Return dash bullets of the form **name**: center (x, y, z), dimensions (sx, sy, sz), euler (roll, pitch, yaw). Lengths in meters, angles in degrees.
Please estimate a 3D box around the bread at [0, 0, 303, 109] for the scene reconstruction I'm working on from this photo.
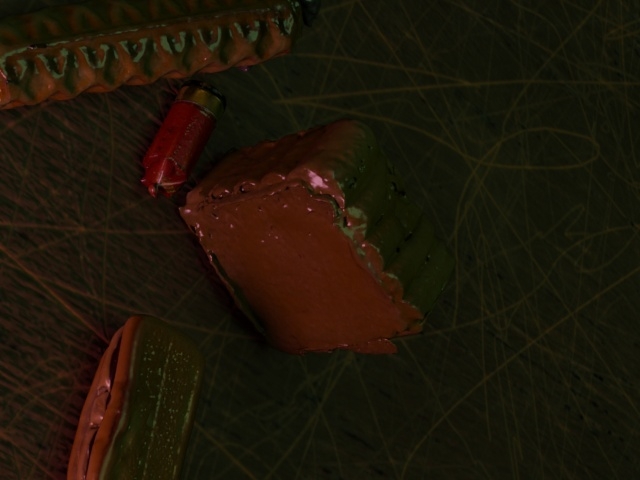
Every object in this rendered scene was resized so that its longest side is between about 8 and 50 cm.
- **bread**: center (-0.171, -0.188, 1.861), dimensions (0.367, 0.077, 0.084), euler (-14, 57, -33)

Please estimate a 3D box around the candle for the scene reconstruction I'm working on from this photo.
- **candle**: center (-0.140, -0.096, 1.961), dimensions (0.052, 0.052, 0.130), euler (46, 55, -36)

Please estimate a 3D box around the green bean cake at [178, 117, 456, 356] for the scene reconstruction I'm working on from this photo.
- **green bean cake**: center (0.000, 0.000, 1.982), dimensions (0.224, 0.230, 0.131), euler (57, 47, -23)

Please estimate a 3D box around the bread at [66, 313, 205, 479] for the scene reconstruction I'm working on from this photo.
- **bread**: center (-0.177, 0.175, 1.874), dimensions (0.116, 0.077, 0.200), euler (33, 61, -41)

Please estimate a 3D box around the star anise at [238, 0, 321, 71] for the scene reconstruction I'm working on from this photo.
- **star anise**: center (-0.059, -0.290, 2.038), dimensions (0.236, 0.093, 0.229), euler (-9, 93, -45)
